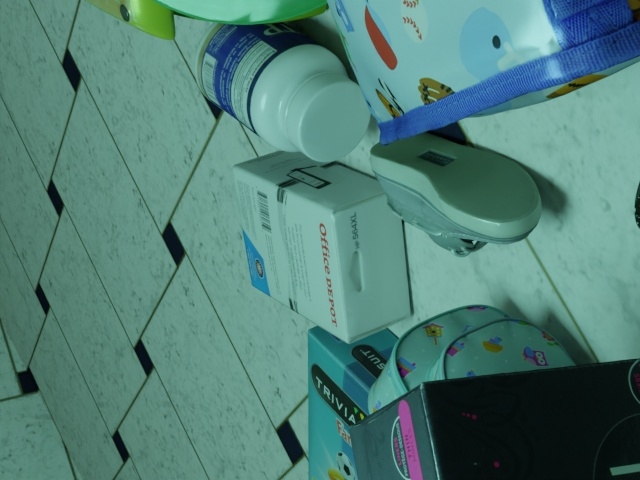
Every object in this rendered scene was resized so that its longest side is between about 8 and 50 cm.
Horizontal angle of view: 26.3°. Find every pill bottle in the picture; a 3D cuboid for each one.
[{"bbox_3d":[-0.036,-0.152,1.367,0.186,0.112,0.112,39,140,45],"label":"pill bottle"}]

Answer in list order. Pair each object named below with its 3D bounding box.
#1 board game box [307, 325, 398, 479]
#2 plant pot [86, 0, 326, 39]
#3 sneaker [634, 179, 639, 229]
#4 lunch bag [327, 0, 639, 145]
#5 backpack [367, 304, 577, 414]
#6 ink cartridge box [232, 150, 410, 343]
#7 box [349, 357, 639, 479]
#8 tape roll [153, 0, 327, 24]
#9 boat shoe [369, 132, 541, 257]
[{"bbox_3d":[0.083,0.280,1.482,0.254,0.079,0.336,41,142,43],"label":"board game box"},{"bbox_3d":[-0.141,-0.328,1.337,0.227,0.207,0.228,34,137,48],"label":"plant pot"},{"bbox_3d":[0.248,-0.062,0.940,0.072,0.077,0.178,55,150,29],"label":"sneaker"},{"bbox_3d":[0.100,-0.240,0.830,0.385,0.238,0.328,-72,-38,-88],"label":"lunch bag"},{"bbox_3d":[0.140,0.146,1.187,0.188,0.165,0.144,49,145,30],"label":"backpack"},{"bbox_3d":[0.000,0.000,1.433,0.203,0.086,0.148,27,131,52],"label":"ink cartridge box"},{"bbox_3d":[0.180,0.182,0.993,0.143,0.270,0.165,136,126,-62],"label":"box"},{"bbox_3d":[-0.063,-0.341,1.113,0.321,0.077,0.321,6,110,16],"label":"tape roll"},{"bbox_3d":[0.123,-0.032,1.208,0.227,0.079,0.081,34,146,56],"label":"boat shoe"}]
